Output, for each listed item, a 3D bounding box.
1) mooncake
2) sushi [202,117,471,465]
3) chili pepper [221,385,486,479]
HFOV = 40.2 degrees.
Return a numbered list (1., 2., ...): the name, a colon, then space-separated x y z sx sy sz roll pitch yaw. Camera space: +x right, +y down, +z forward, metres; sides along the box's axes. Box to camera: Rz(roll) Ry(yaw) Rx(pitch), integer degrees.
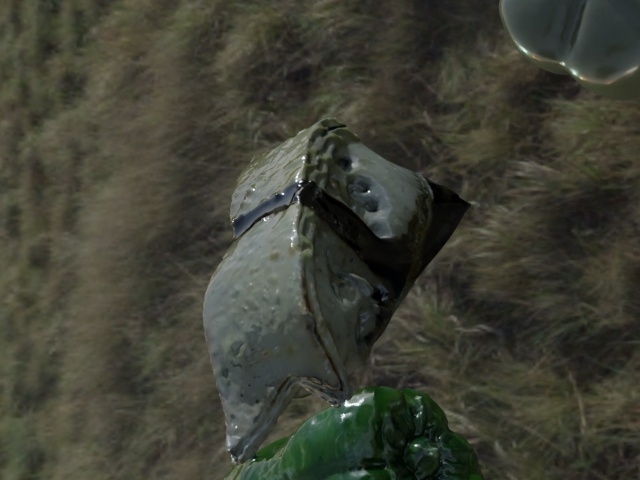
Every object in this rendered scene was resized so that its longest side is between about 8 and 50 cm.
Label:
1. mooncake: 0.295 -0.276 0.857 0.275 0.135 0.275 15 112 44
2. sushi: -0.018 0.009 0.558 0.134 0.273 0.109 -14 114 36
3. chili pepper: 0.004 0.280 0.866 0.385 0.213 0.168 -41 51 47
